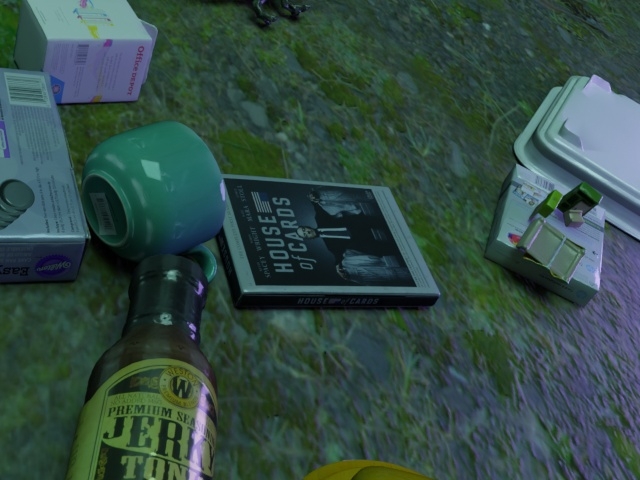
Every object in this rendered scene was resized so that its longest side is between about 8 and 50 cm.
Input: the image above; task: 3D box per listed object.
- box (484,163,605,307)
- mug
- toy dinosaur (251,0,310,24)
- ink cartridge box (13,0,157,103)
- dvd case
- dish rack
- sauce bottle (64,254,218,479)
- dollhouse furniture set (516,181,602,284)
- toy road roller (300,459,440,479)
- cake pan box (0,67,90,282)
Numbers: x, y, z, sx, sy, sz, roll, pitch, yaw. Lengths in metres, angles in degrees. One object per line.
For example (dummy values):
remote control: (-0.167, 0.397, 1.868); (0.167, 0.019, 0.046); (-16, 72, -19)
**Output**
box: (0.304, -0.012, 1.095); (0.145, 0.038, 0.186); (27, 40, 0)
mug: (-0.162, -0.034, 0.797); (0.158, 0.129, 0.097); (45, 44, 20)
toy dinosaur: (-0.077, -0.392, 1.245); (0.268, 0.064, 0.118); (-30, 102, -27)
ink cartridge box: (-0.272, -0.225, 0.967); (0.143, 0.092, 0.090); (-9, 51, -37)
dvd case: (0.000, 0.000, 0.927); (0.238, 0.029, 0.179); (3, 46, -27)
dish rack: (0.476, -0.148, 1.309); (0.285, 0.072, 0.333); (33, 40, 8)
sauce bottle: (-0.136, 0.154, 0.631); (0.111, 0.111, 0.344); (13, 43, -16)
dollhouse furniture set: (0.298, -0.008, 1.042); (0.076, 0.058, 0.152); (38, 61, 1)
toy road roller: (0.036, 0.284, 0.485); (0.202, 0.241, 0.329); (17, 41, -11)
cake pan box: (-0.368, -0.076, 0.779); (0.245, 0.070, 0.267); (-1, 48, -31)
